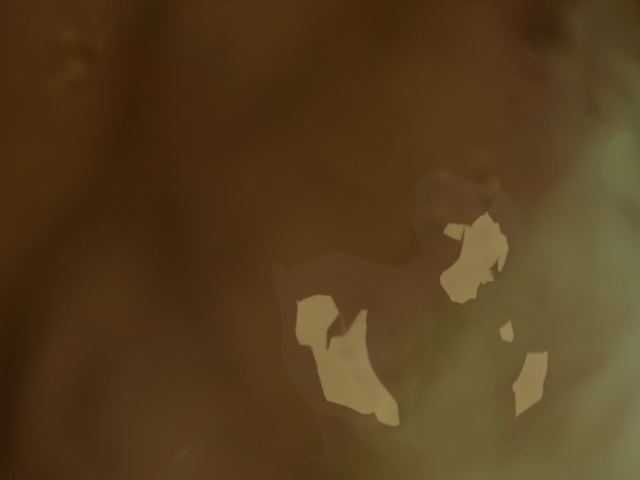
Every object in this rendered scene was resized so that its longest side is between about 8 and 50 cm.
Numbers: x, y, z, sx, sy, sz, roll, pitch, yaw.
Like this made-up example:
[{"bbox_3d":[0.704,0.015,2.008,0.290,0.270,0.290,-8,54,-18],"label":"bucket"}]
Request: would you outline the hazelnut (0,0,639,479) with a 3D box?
[{"bbox_3d":[0.000,0.000,0.479,0.241,0.261,0.261,-38,100,-25],"label":"hazelnut"}]
